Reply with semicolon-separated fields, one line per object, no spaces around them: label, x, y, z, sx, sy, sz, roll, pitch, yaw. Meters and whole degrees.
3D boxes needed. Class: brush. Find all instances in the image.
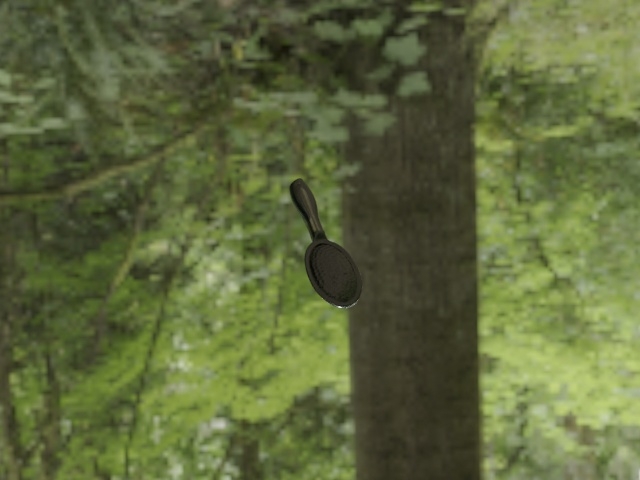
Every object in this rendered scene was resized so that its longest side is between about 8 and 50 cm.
brush;0.000;0.000;0.635;0.024;0.008;0.083;-5;-136;-16
